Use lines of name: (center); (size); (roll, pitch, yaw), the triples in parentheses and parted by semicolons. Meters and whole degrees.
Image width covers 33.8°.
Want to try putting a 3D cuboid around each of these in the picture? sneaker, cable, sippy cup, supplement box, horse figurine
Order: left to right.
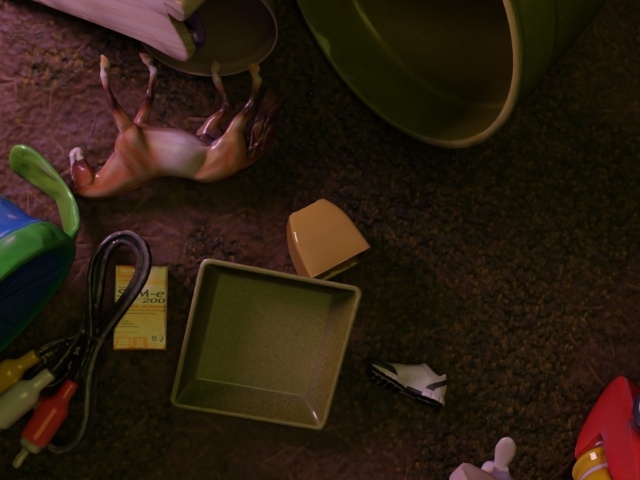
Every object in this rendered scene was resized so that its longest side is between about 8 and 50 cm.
sippy cup: (-0.417, 0.012, 1.106); (0.224, 0.305, 0.240); (43, 107, 5)
cable: (-0.271, 0.126, 1.172); (0.139, 0.072, 0.287); (40, 93, 6)
supplement box: (-0.210, 0.078, 1.229); (0.062, 0.036, 0.099); (1, 85, -12)
horse figurine: (-0.161, -0.127, 1.229); (0.263, 0.066, 0.175); (-1, 108, -20)
sneaker: (0.107, 0.167, 1.295); (0.109, 0.040, 0.044); (26, 65, -13)

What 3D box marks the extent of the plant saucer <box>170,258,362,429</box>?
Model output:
plant saucer: (-0.066, 0.116, 1.229); (0.188, 0.045, 0.188); (11, 107, -12)

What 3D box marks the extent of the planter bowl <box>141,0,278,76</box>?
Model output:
planter bowl: (-0.128, -0.285, 1.225); (0.162, 0.162, 0.109); (8, 59, -11)

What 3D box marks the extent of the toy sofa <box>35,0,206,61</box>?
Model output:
toy sofa: (-0.238, -0.341, 1.124); (0.362, 0.177, 0.150); (23, 61, 29)

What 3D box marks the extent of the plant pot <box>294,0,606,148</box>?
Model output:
plant pot: (0.203, -0.352, 1.215); (0.353, 0.366, 0.366); (-36, 94, -24)

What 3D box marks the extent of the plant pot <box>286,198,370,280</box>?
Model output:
plant pot: (0.000, 0.000, 1.262); (0.081, 0.081, 0.083); (-28, 81, -13)

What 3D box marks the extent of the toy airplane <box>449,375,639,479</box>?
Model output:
toy airplane: (0.343, 0.380, 1.209); (0.384, 0.272, 0.386); (-15, 74, -44)
